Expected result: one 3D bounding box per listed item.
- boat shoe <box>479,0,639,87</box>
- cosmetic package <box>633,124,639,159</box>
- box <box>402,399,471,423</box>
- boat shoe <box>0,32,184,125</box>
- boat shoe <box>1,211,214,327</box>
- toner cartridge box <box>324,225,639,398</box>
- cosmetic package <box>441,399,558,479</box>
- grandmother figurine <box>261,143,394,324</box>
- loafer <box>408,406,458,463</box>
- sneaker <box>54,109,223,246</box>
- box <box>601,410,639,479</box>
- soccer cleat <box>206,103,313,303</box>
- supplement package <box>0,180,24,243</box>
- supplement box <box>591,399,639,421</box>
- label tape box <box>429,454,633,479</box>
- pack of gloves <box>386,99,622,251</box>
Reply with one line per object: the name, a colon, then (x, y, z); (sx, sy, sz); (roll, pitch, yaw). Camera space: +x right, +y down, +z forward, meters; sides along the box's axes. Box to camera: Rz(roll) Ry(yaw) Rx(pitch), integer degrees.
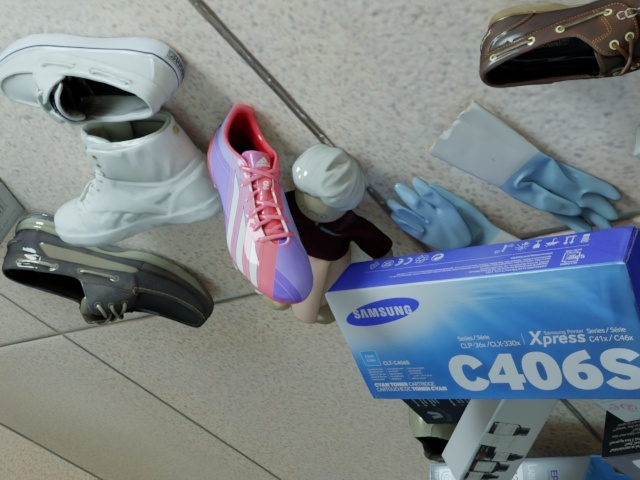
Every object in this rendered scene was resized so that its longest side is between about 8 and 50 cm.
boat shoe: (0.237, -0.165, 0.621); (0.207, 0.073, 0.073); (-4, 138, 31)
cosmetic package: (0.362, -0.078, 0.703); (0.115, 0.041, 0.060); (32, 145, -16)
box: (0.202, 0.210, 1.152); (0.158, 0.093, 0.156); (-12, 135, 38)
boat shoe: (-0.287, -0.177, 0.867); (0.268, 0.088, 0.096); (6, 144, 20)
boat shoe: (-0.357, 0.081, 1.233); (0.356, 0.130, 0.132); (21, 147, 0)
toner cartridge box: (0.188, 0.093, 0.827); (0.348, 0.075, 0.165); (-10, 114, 37)
cosmetic package: (0.270, 0.240, 1.054); (0.099, 0.060, 0.239); (9, 115, -25)
grandmother figurine: (0.000, 0.000, 0.961); (0.208, 0.104, 0.342); (9, 149, 1)
loafer: (0.236, 0.374, 1.367); (0.102, 0.092, 0.268); (-13, 134, 40)
sneaker: (-0.276, -0.090, 0.983); (0.293, 0.108, 0.169); (-12, 134, 26)
box: (0.546, 0.291, 1.038); (0.247, 0.142, 0.163); (33, 145, -19)
soccer cleat: (-0.068, -0.043, 0.829); (0.083, 0.248, 0.095); (-5, 143, -27)
supplement package: (-0.602, -0.050, 1.202); (0.179, 0.105, 0.105); (6, 144, 21)
supplement box: (0.359, 0.126, 0.932); (0.220, 0.114, 0.111); (34, 144, -17)
label tape box: (0.397, 0.464, 1.316); (0.348, 0.115, 0.249); (-9, 151, 25)
pack of gloves: (0.207, -0.047, 0.848); (0.232, 0.046, 0.195); (28, 133, -14)
